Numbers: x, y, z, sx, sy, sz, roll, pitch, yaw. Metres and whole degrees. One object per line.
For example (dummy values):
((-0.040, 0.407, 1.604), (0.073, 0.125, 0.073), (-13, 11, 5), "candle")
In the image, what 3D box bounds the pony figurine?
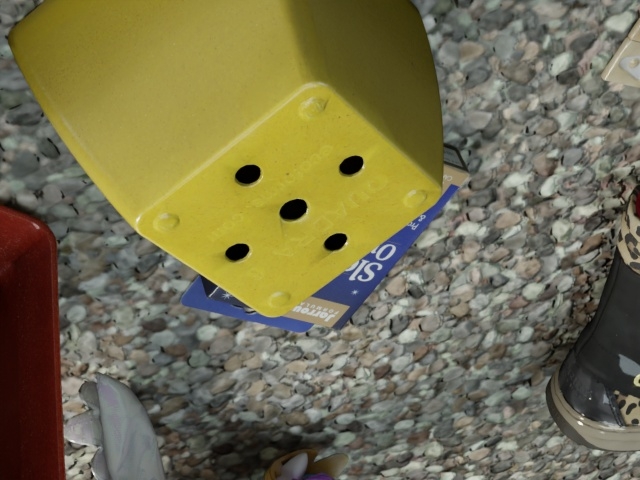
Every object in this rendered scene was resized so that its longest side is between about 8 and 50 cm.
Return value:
((-0.152, 0.288, 1.180), (0.363, 0.303, 0.351), (-32, 169, 6), "pony figurine")

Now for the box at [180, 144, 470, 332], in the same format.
((0.000, 0.000, 1.080), (0.136, 0.036, 0.225), (16, 128, -34), "box")

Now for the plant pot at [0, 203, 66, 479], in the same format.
((-0.350, 0.113, 0.903), (0.267, 0.267, 0.236), (24, 133, -39), "plant pot")

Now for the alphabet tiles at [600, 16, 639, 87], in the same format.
((0.352, -0.200, 1.039), (0.198, 0.009, 0.237), (7, 131, -28), "alphabet tiles")

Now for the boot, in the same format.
((0.406, 0.051, 1.234), (0.377, 0.138, 0.284), (-6, 136, -9), "boot")

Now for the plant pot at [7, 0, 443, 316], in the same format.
((-0.041, -0.082, 0.864), (0.212, 0.187, 0.212), (-37, 136, 16), "plant pot")
